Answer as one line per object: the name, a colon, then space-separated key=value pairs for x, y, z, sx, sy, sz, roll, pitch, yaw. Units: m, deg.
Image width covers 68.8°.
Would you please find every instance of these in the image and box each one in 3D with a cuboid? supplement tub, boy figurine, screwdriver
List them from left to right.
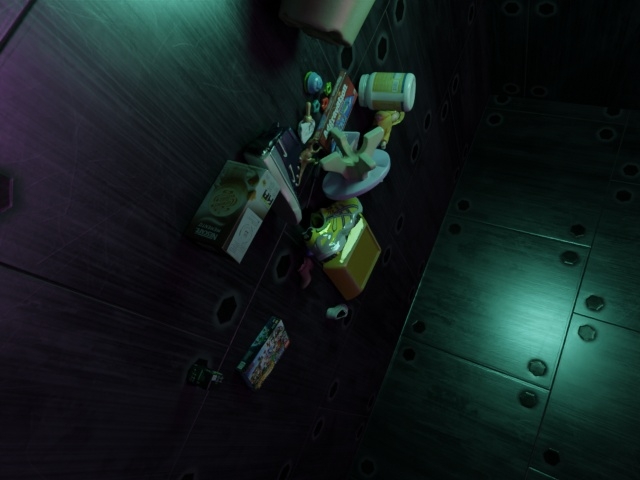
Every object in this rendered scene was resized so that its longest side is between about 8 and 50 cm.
screwdriver: x=-0.031 y=-0.200 z=1.719 sx=0.024 sy=0.025 sz=0.169 roll=-5 pitch=118 yaw=-62
boy figurine: x=0.274 y=-0.485 z=2.047 sx=0.285 sy=0.092 sz=0.177 roll=-51 pitch=143 yaw=-31
supplement tub: x=0.260 y=-0.580 z=1.821 sx=0.144 sy=0.200 sz=0.144 roll=9 pitch=90 yaw=-73

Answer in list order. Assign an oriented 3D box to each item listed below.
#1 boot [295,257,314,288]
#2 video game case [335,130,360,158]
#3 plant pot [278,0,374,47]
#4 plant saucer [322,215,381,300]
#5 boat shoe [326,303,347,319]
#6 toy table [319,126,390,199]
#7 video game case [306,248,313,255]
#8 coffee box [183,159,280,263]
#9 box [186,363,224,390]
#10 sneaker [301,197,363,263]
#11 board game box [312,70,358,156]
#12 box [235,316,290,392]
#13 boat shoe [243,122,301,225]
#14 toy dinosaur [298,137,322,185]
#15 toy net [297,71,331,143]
boot: x=-0.067 y=0.123 z=1.807 sx=0.087 sy=0.042 sz=0.118 roll=34 pitch=74 yaw=-55
video game case: x=0.096 y=-0.327 z=1.840 sx=0.183 sy=0.023 sz=0.201 roll=-26 pitch=131 yaw=-63
plant pot: x=0.036 y=-0.716 z=1.271 sx=0.334 sy=0.334 sz=0.305 roll=-8 pitch=123 yaw=-61
plant saucer: x=0.169 y=0.074 z=2.132 sx=0.332 sy=0.081 sz=0.332 roll=-62 pitch=145 yaw=-21
boat shoe: x=0.093 y=0.337 z=2.194 sx=0.184 sy=0.063 sz=0.066 roll=11 pitch=95 yaw=-63
toy table: x=0.120 y=-0.279 z=1.662 sx=0.274 sy=0.252 sz=0.160 roll=-42 pitch=145 yaw=-16
video game case: x=0.000 y=0.000 z=1.885 sx=0.166 sy=0.015 sz=0.119 roll=-1 pitch=106 yaw=-62
coffee box: x=-0.235 y=-0.080 z=1.261 sx=0.246 sy=0.141 sz=0.098 roll=-65 pitch=152 yaw=-18
box: x=-0.343 y=0.409 z=1.393 sx=0.062 sy=0.083 sz=0.052 roll=39 pitch=69 yaw=-61
sneaker: x=0.051 y=-0.084 z=1.791 sx=0.147 sy=0.145 sz=0.384 roll=47 pitch=37 yaw=-17
board game box: x=0.059 y=-0.461 z=1.723 sx=0.145 sy=0.027 sz=0.281 roll=38 pitch=71 yaw=-60
box: x=-0.203 y=0.415 z=1.704 sx=0.233 sy=0.044 sz=0.159 roll=-55 pitch=147 yaw=-32
boat shoe: x=-0.102 y=-0.203 z=1.450 sx=0.158 sy=0.127 sz=0.340 roll=-52 pitch=146 yaw=-22
toy dinosaur: x=-0.045 y=-0.285 z=1.617 sx=0.093 sy=0.053 sz=0.183 roll=-24 pitch=144 yaw=-47
toy net: x=-0.031 y=-0.433 z=1.556 sx=0.122 sy=0.045 sz=0.232 roll=12 pitch=95 yaw=-65
